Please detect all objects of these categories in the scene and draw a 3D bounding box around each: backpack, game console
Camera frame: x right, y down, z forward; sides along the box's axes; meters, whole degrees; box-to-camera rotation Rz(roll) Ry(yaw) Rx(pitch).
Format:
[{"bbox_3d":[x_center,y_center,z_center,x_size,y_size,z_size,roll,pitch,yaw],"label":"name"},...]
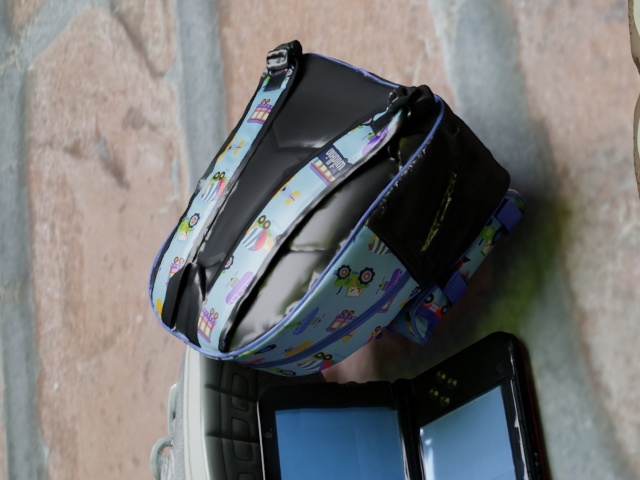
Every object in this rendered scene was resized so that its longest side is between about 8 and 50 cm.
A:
[{"bbox_3d":[0.000,0.000,0.928,0.173,0.117,0.158,-54,37,-8],"label":"backpack"},{"bbox_3d":[0.042,0.123,0.887,0.124,0.085,0.144,-34,51,40],"label":"game console"}]

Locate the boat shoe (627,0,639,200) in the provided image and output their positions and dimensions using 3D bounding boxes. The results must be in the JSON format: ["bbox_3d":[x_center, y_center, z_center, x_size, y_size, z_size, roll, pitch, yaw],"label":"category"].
[{"bbox_3d":[0.185,-0.056,0.799,0.072,0.068,0.190,-21,59,33],"label":"boat shoe"}]

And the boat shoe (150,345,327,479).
[{"bbox_3d":[-0.041,0.190,0.943,0.103,0.118,0.320,-29,60,37],"label":"boat shoe"}]
